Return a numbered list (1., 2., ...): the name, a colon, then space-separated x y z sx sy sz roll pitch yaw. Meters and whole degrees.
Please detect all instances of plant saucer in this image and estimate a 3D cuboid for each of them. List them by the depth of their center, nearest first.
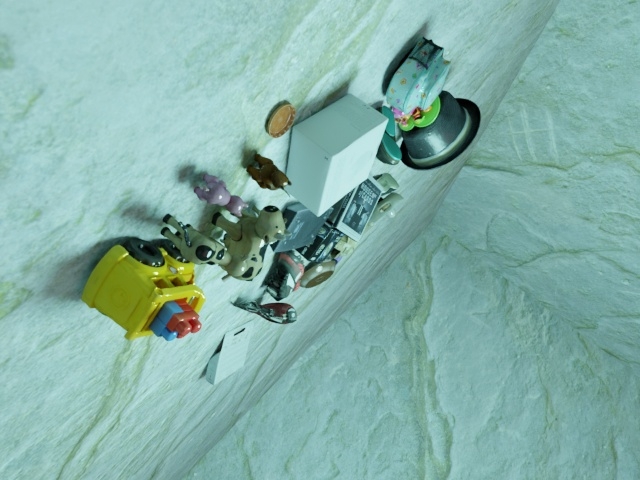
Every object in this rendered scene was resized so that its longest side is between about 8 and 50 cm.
1. plant saucer: -0.088 -0.266 0.937 0.083 0.013 0.084 -45 163 -18
2. plant saucer: -0.011 0.159 1.869 0.198 0.036 0.199 -27 160 -11

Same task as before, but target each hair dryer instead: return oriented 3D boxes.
1. hair dryer: -0.193 0.241 1.523 0.293 0.223 0.080 122 -14 -72

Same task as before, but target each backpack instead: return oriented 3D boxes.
1. backpack: 0.284 -0.466 1.248 0.188 0.144 0.166 -45 168 -7

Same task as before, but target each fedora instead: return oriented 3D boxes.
1. fedora: 0.409 -0.423 1.547 0.334 0.334 0.152 -51 133 1

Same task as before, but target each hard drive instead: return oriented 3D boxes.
1. hard drive: -0.064 -0.050 1.377 0.172 0.054 0.254 -57 162 21

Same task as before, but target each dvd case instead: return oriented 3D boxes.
1. dvd case: 0.145 -0.128 1.596 0.179 0.029 0.239 30 85 -53

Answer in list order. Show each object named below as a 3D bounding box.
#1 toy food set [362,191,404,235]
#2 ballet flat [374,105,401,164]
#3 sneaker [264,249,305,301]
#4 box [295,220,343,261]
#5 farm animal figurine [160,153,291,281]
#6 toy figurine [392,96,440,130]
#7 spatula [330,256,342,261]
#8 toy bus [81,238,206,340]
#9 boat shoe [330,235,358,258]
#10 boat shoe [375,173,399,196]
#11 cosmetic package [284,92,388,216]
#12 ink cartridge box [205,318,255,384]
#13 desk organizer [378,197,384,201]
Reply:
1. toy food set: 0.226 -0.077 1.887 0.219 0.092 0.306 -38 174 -30
2. ballet flat: 0.182 -0.291 1.256 0.096 0.095 0.281 -39 -151 35
3. sneaker: -0.131 0.133 1.509 0.135 0.097 0.276 -43 163 -29
4. box: 0.000 0.000 1.601 0.147 0.077 0.180 -53 163 9
5. farm animal figurine: -0.167 -0.011 0.941 0.330 0.172 0.327 -46 164 -34
6. toy figurine: 0.285 -0.439 1.415 0.159 0.130 0.173 -11 164 -45
7. spatula: 0.069 0.099 2.019 0.084 0.030 0.296 -51 175 3
8. toy bus: -0.306 0.112 0.840 0.150 0.211 0.220 -55 164 11
9. boat shoe: 0.087 -0.001 1.780 0.098 0.109 0.302 -26 161 -13
10. boat shoe: 0.268 -0.232 1.819 0.079 0.084 0.233 -40 172 34
11. cosmetic package: 0.035 -0.225 1.119 0.224 0.138 0.224 -41 161 -32
12. ink cartridge box: -0.356 0.429 1.678 0.189 0.066 0.233 -16 121 -61
13. desk organizer: 0.230 -0.179 1.849 0.047 0.050 0.130 -42 174 25
